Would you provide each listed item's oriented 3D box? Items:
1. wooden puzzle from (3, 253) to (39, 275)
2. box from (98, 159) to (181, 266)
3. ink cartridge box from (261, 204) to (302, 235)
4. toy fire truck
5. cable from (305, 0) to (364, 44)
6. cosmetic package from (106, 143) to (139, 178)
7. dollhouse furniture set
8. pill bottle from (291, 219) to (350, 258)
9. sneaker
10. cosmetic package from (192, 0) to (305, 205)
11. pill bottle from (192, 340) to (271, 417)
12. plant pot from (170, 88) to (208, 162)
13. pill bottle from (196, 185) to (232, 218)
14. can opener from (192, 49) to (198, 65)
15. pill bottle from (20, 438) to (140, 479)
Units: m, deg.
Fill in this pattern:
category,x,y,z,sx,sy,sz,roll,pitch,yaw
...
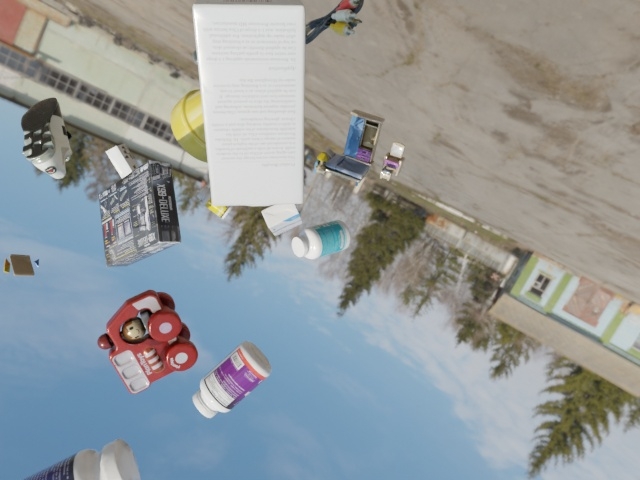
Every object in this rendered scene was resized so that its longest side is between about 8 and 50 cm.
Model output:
category,x,y,z,sx,sy,sz,roll,pitch,yaw
wooden puzzle,-0.952,0.080,1.572,0.116,0.014,0.079,22,-135,-59
box,-0.547,-0.072,1.478,0.307,0.243,0.076,-20,166,37
ink cartridge box,-0.116,-0.069,1.562,0.180,0.104,0.060,74,171,-80
toy fire truck,-0.549,0.319,1.562,0.169,0.253,0.302,37,150,59
cable,0.024,-0.660,1.459,0.072,0.140,0.287,11,-176,-44
cosmetic package,-0.794,-0.283,2.072,0.239,0.060,0.099,63,-172,-16
dollhouse furniture set,0.164,-0.348,1.921,0.286,0.198,0.303,22,-146,15
pill bottle,0.000,0.000,2.251,0.263,0.146,0.146,-16,-144,-38
sneaker,-0.900,-0.336,1.645,0.146,0.122,0.331,70,-178,-55
cosmetic package,-0.155,-0.315,1.154,0.229,0.454,0.162,-2,-147,-7
pill bottle,-0.373,0.587,2.072,0.181,0.323,0.181,48,180,0
plant pot,-0.342,-0.427,1.682,0.253,0.254,0.239,23,144,-36
pill bottle,-0.354,-0.130,1.657,0.116,0.065,0.065,37,-174,-10
can opener,-0.236,-0.578,1.409,0.093,0.280,0.074,68,-166,6
pill bottle,-0.539,0.548,1.065,0.153,0.264,0.153,61,170,19
